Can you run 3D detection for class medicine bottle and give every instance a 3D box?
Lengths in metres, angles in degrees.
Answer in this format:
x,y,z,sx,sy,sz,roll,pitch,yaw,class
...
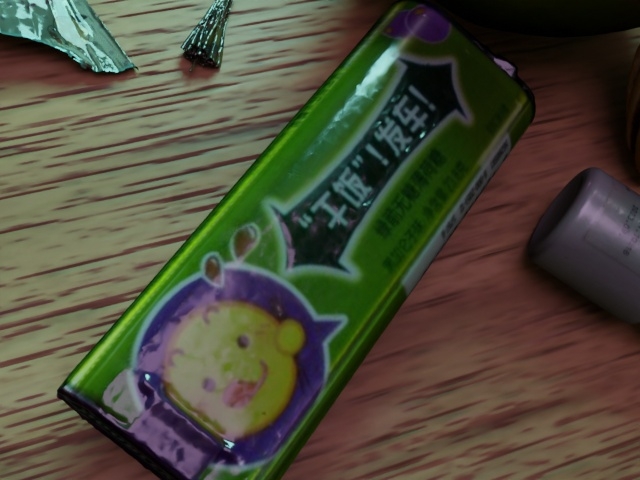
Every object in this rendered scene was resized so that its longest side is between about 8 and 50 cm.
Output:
x,y,z,sx,sy,sz,roll,pitch,yaw,class
0.219,0.015,0.588,0.130,0.080,0.080,34,67,0,medicine bottle

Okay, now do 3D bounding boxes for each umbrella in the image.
x,y,z,sx,sy,sz,roll,pitch,yaw,class
-0.079,-0.157,0.619,0.031,0.020,0.083,20,63,-5,umbrella

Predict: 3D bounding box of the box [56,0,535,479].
x,y,z,sx,sy,sz,roll,pitch,yaw,class
0.000,0.000,0.539,0.134,0.097,0.345,40,67,-6,box

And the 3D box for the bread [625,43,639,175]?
x,y,z,sx,sy,sz,roll,pitch,yaw,class
0.315,-0.129,0.649,0.200,0.116,0.077,-23,53,-19,bread

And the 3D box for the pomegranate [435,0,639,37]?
x,y,z,sx,sy,sz,roll,pitch,yaw,class
0.163,-0.283,0.627,0.309,0.216,0.358,12,38,-6,pomegranate

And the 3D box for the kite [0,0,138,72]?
x,y,z,sx,sy,sz,roll,pitch,yaw,class
-0.281,-0.174,0.549,0.335,0.011,0.314,13,55,-21,kite
